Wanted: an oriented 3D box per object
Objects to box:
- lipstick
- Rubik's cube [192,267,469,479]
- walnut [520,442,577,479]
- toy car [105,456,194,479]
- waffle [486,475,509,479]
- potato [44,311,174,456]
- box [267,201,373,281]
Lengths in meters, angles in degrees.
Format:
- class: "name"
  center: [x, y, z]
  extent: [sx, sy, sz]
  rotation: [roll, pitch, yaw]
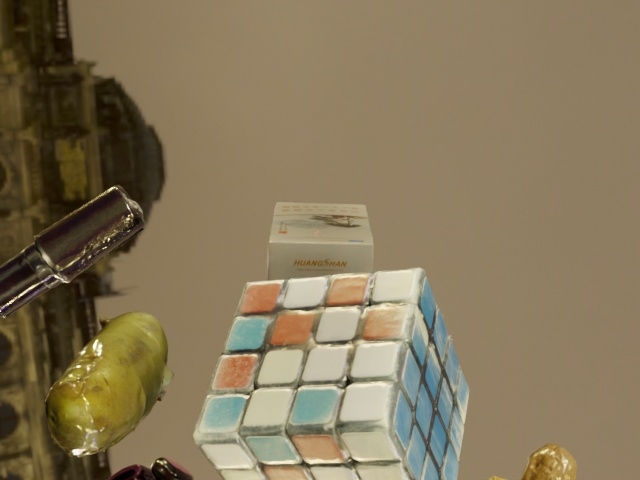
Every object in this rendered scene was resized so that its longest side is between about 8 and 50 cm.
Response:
- class: "lipstick"
  center: [-0.380, 0.032, 1.312]
  extent: [0.081, 0.300, 0.081]
  rotation: [54, -4, 6]
- class: "Rubik's cube"
  center: [0.027, 0.213, 1.197]
  extent: [0.253, 0.256, 0.259]
  rotation: [-7, -48, 24]
- class: "walnut"
  center: [0.364, 0.372, 1.503]
  extent: [0.096, 0.082, 0.079]
  rotation: [-58, -159, -5]
- class: "toy car"
  center: [-0.226, 0.533, 1.565]
  extent: [0.341, 0.240, 0.271]
  rotation: [28, -100, 35]
- class: "waffle"
  center: [0.332, 0.497, 1.399]
  extent: [0.055, 0.221, 0.248]
  rotation: [-52, -162, 45]
- class: "potato"
  center: [-0.182, 0.128, 0.831]
  extent: [0.188, 0.085, 0.105]
  rotation: [-49, 142, -76]
- class: "box"
  center: [0.000, 0.000, 1.407]
  extent: [0.233, 0.150, 0.067]
  rotation: [-89, 178, -74]
